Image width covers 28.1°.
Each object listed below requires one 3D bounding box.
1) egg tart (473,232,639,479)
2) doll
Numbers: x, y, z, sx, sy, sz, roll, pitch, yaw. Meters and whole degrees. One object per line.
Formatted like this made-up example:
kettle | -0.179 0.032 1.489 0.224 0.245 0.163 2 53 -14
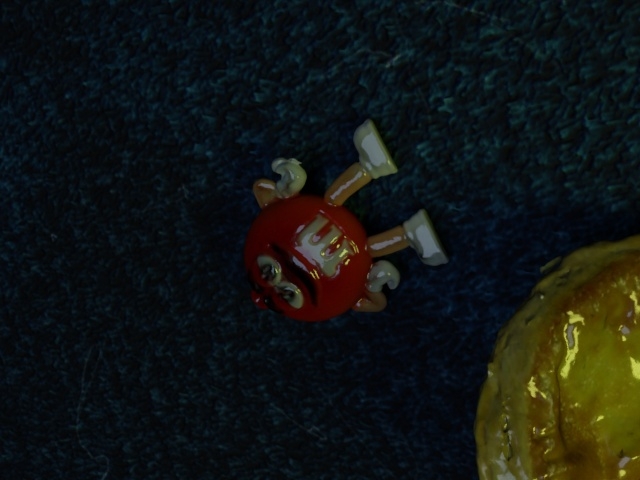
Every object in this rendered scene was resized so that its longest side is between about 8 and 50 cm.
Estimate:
egg tart | 0.277 0.162 1.080 0.341 0.341 0.132 50 168 4
doll | 0.000 0.000 1.258 0.217 0.085 0.183 -30 93 25
